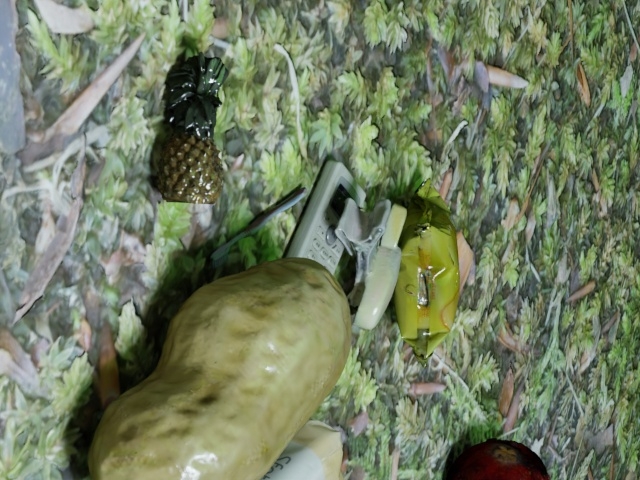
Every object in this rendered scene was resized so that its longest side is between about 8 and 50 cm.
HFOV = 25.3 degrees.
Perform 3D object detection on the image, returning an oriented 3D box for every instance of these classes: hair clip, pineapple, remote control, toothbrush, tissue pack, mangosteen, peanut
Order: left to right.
[{"bbox_3d":[-0.132,-0.118,1.499,0.074,0.074,0.159,7,88,-58],"label":"pineapple"},{"bbox_3d":[-0.101,0.154,1.524,0.387,0.169,0.192,-50,131,-38],"label":"peanut"},{"bbox_3d":[-0.070,-0.019,1.668,0.193,0.013,0.019,-41,137,-45],"label":"toothbrush"},{"bbox_3d":[-0.051,0.342,1.723,0.222,0.090,0.186,-37,130,-47],"label":"tissue pack"},{"bbox_3d":[0.000,0.000,1.769,0.087,0.029,0.190,50,57,-50],"label":"remote control"},{"bbox_3d":[0.066,0.023,1.815,0.218,0.071,0.159,87,22,-52],"label":"hair clip"},{"bbox_3d":[0.265,0.394,2.186,0.166,0.166,0.180,-24,144,-53],"label":"mangosteen"}]

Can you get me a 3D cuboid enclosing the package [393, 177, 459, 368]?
[{"bbox_3d":[0.144,0.045,1.931,0.168,0.090,0.226,-76,167,-66],"label":"package"}]
